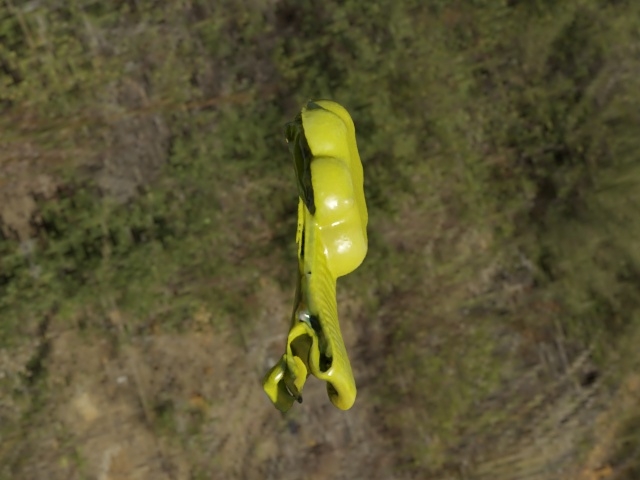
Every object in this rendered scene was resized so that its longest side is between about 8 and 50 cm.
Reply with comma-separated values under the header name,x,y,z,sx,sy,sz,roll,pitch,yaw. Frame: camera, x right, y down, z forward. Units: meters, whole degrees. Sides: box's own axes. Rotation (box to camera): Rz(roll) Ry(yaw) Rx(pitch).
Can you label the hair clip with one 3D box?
name,x,y,z,sx,sy,sz,roll,pitch,yaw
hair clip,0.000,0.000,0.695,0.072,0.046,0.173,67,24,-57
